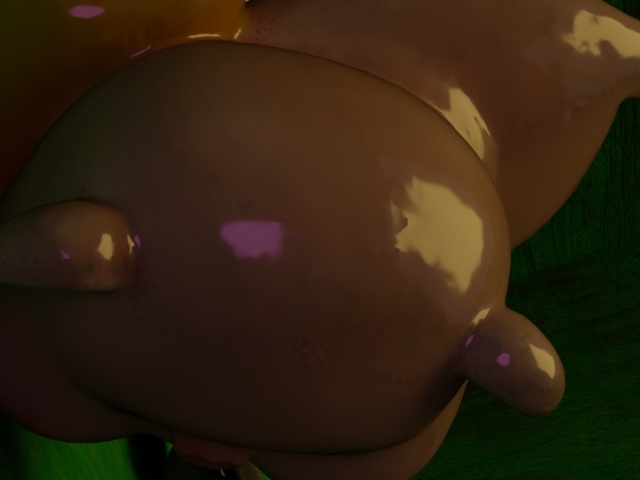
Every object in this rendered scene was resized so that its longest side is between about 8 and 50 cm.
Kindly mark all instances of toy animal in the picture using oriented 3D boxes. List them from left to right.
[{"bbox_3d":[-0.004,0.017,0.701,0.247,0.345,0.277,60,-43,43],"label":"toy animal"}]

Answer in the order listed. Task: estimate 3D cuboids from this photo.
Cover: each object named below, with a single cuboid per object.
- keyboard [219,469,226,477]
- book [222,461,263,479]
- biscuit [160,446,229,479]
[{"bbox_3d":[-0.100,0.186,1.579,0.262,0.016,0.106,-100,175,-83],"label":"keyboard"},{"bbox_3d":[-0.091,0.104,1.132,0.242,0.018,0.170,55,-13,39],"label":"book"},{"bbox_3d":[-0.065,0.226,1.071,0.118,0.061,0.183,45,-23,54],"label":"biscuit"}]
